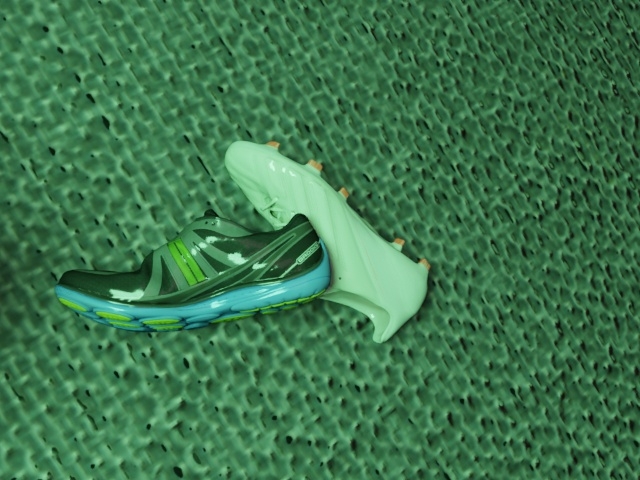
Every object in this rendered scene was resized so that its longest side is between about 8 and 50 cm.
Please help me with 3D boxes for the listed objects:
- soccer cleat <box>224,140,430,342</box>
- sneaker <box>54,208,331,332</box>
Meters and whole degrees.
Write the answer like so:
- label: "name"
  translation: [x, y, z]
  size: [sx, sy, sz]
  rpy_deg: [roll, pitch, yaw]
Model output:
- label: "soccer cleat"
  translation: [0.000, 0.000, 0.617]
  size: [0.196, 0.068, 0.076]
  rpy_deg: [39, 71, -12]
- label: "sneaker"
  translation: [-0.088, 0.020, 0.566]
  size: [0.188, 0.067, 0.078]
  rpy_deg: [-9, 75, -7]
